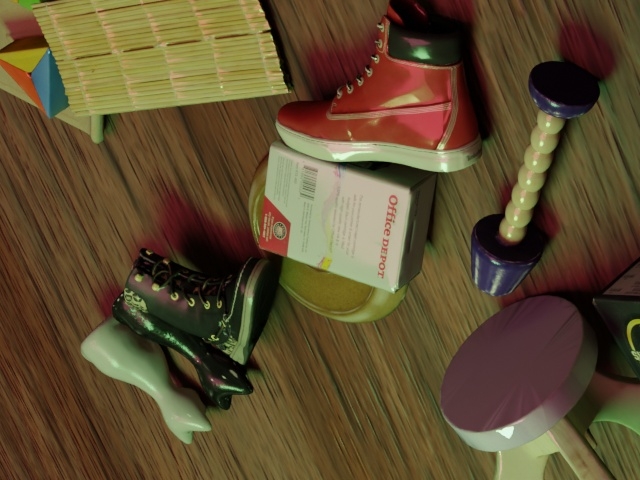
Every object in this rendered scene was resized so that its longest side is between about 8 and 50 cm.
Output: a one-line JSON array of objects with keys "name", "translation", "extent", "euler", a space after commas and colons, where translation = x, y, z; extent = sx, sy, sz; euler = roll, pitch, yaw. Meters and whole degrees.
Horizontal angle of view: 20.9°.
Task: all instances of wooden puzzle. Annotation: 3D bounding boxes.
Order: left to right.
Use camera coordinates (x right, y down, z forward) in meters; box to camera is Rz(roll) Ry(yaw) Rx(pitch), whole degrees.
[{"name": "wooden puzzle", "translation": [-0.404, -0.308, 2.158], "extent": [0.348, 0.080, 0.322], "euler": [31, 136, 25]}]

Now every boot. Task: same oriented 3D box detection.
[{"name": "boot", "translation": [-0.149, 0.061, 2.106], "extent": [0.178, 0.085, 0.236], "euler": [25, 156, 4]}, {"name": "boot", "translation": [0.049, -0.172, 1.812], "extent": [0.244, 0.088, 0.176], "euler": [7, 121, 34]}]

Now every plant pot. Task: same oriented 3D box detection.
[{"name": "plant pot", "translation": [0.000, 0.000, 2.026], "extent": [0.236, 0.032, 0.236], "euler": [26, 134, 30]}]

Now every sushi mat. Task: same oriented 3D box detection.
[{"name": "sushi mat", "translation": [-0.185, -0.223, 2.000], "extent": [0.316, 0.019, 0.151], "euler": [-4, 114, 31]}]

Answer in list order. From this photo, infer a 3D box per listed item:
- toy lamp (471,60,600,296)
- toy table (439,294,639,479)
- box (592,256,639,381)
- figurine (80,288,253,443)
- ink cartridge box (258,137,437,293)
[{"name": "toy lamp", "translation": [0.208, -0.054, 1.748], "extent": [0.080, 0.080, 0.275], "euler": [35, 135, 21]}, {"name": "toy table", "translation": [0.241, 0.179, 1.780], "extent": [0.252, 0.274, 0.161], "euler": [-35, 104, 18]}, {"name": "box", "translation": [0.450, 0.157, 1.550], "extent": [0.318, 0.097, 0.395], "euler": [56, 160, -14]}, {"name": "figurine", "translation": [-0.201, 0.163, 2.307], "extent": [0.209, 0.092, 0.215], "euler": [46, 142, 2]}, {"name": "ink cartridge box", "translation": [0.029, -0.033, 1.901], "extent": [0.175, 0.072, 0.127], "euler": [19, 116, 23]}]
